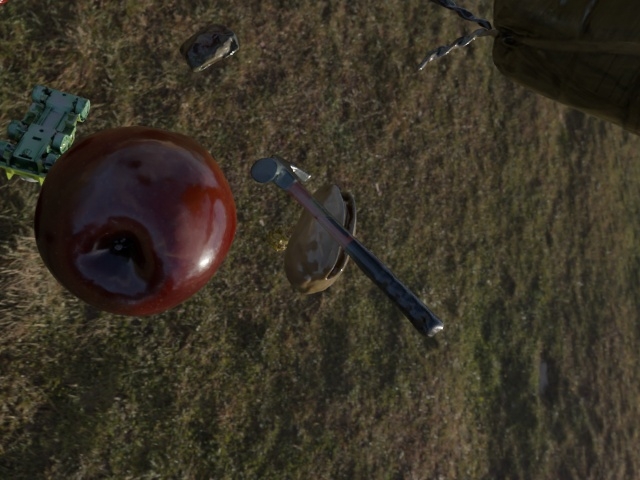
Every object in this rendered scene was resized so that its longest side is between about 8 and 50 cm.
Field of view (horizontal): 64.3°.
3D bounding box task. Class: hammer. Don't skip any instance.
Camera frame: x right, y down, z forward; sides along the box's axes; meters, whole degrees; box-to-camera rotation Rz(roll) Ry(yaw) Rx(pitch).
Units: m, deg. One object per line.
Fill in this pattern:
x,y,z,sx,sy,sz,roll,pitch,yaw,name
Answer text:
0.038,0.008,0.596,0.287,0.033,0.111,46,13,-3,hammer

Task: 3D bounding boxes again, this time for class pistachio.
0.000,0.000,1.004,0.126,0.152,0.223,21,91,-40,pistachio

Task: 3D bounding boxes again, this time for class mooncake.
-0.261,-0.451,1.182,0.130,0.125,0.073,-33,122,-4,mooncake

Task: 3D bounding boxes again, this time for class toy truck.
-0.638,-0.236,1.183,0.129,0.135,0.259,15,59,-11,toy truck

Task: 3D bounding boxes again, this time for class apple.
-0.211,-0.027,0.601,0.201,0.219,0.218,-93,161,-71,apple

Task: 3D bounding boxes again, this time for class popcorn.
-0.092,-0.011,1.283,0.057,0.083,0.082,55,22,12,popcorn

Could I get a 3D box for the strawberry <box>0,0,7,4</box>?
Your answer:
-0.814,-0.595,1.026,0.345,0.318,0.295,49,47,-59,strawberry

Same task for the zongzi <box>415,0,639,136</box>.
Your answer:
0.358,-0.301,0.426,0.218,0.500,0.466,-39,151,-32,zongzi
